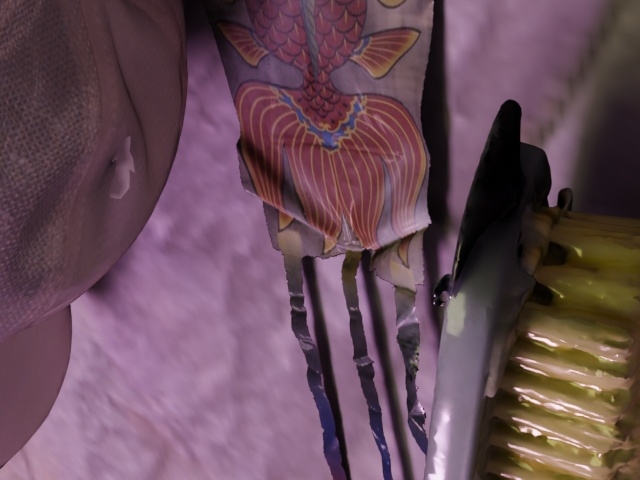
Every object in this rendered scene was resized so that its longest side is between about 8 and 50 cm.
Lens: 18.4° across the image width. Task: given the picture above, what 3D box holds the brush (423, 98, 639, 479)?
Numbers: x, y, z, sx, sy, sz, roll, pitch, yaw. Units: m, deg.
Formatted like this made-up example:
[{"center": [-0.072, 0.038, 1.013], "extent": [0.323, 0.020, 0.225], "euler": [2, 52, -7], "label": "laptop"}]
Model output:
[{"center": [0.049, 0.099, 0.481], "extent": [0.060, 0.068, 0.297], "euler": [14, 130, 10], "label": "brush"}]

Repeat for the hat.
[{"center": [-0.114, -0.025, 0.580], "extent": [0.275, 0.161, 0.232], "euler": [80, -164, -56], "label": "hat"}]

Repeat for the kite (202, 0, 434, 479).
[{"center": [0.003, -0.001, 0.539], "extent": [0.127, 0.016, 0.229], "euler": [20, 120, 58], "label": "kite"}]
